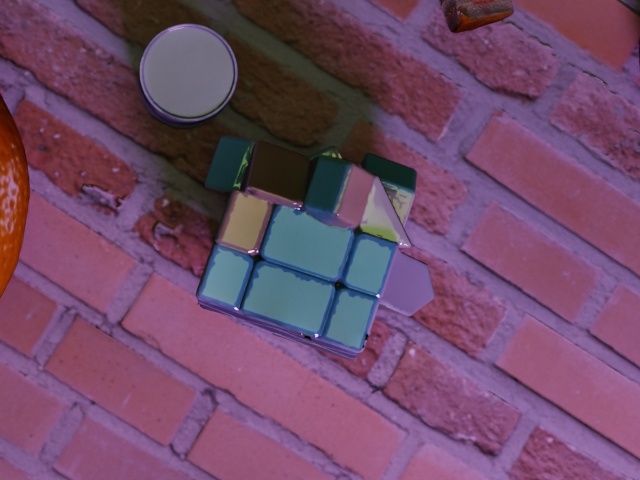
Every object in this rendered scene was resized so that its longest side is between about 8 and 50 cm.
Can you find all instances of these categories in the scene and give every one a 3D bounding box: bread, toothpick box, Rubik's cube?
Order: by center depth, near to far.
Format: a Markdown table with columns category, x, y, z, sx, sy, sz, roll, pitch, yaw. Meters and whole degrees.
| category | x | y | z | sx | sy | sz | roll | pitch | yaw |
| --- | --- | --- | --- | --- | --- | --- | --- | --- | --- |
| Rubik's cube | 0.000 | 0.000 | 1.818 | 0.265 | 0.224 | 0.213 | 19 | 82 | -1 |
| toothpick box | -0.139 | -0.169 | 1.830 | 0.101 | 0.153 | 0.101 | 0 | 90 | -6 |
| bread | 0.158 | -0.250 | 1.914 | 0.062 | 0.109 | 0.043 | -20 | 88 | 38 |

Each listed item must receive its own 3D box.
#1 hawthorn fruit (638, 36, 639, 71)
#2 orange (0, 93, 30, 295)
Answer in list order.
| category | x | y | z | sx | sy | sz | roll | pitch | yaw |
| --- | --- | --- | --- | --- | --- | --- | --- | --- | --- |
| hawthorn fruit | 0.402 | -0.142 | 1.897 | 0.165 | 0.165 | 0.285 | 12 | 99 | -6 |
| orange | -0.494 | -0.050 | 1.698 | 0.424 | 0.326 | 0.424 | 12 | 61 | -22 |
